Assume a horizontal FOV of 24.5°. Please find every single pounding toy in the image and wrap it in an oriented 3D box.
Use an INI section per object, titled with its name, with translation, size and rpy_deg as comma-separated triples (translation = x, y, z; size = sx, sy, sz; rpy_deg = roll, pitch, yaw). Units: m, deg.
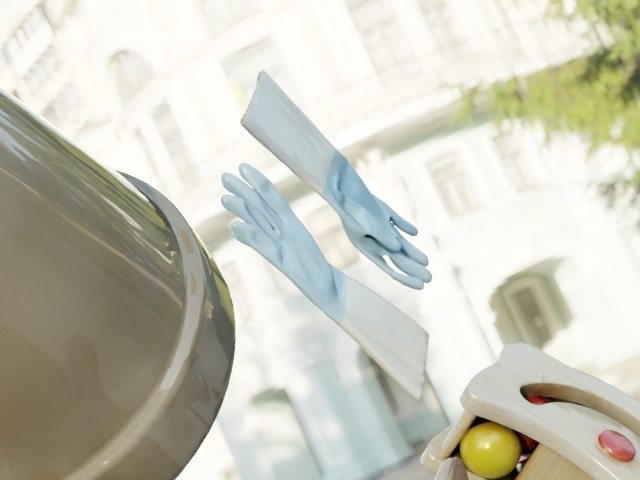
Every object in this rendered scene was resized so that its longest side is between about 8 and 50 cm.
[pounding toy]
translation = 0.195, 0.207, 1.065
size = 0.154, 0.270, 0.154
rpy_deg = -62, 4, 31

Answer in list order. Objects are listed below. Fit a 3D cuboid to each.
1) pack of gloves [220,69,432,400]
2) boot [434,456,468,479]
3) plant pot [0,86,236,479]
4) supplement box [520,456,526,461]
[pack of gloves]
translation = 0.000, 0.000, 1.184
size = 0.046, 0.232, 0.195
rpy_deg = -33, 25, 29
[boot]
translation = 0.048, 0.194, 0.896
size = 0.087, 0.118, 0.042
rpy_deg = -13, -30, 32
[plant pot]
translation = -0.252, 0.024, 0.988
size = 0.323, 0.323, 0.280
rpy_deg = -24, -40, 2
[supplement box]
translation = 0.238, 0.299, 1.277
size = 0.114, 0.220, 0.111
rpy_deg = -13, 25, 50
